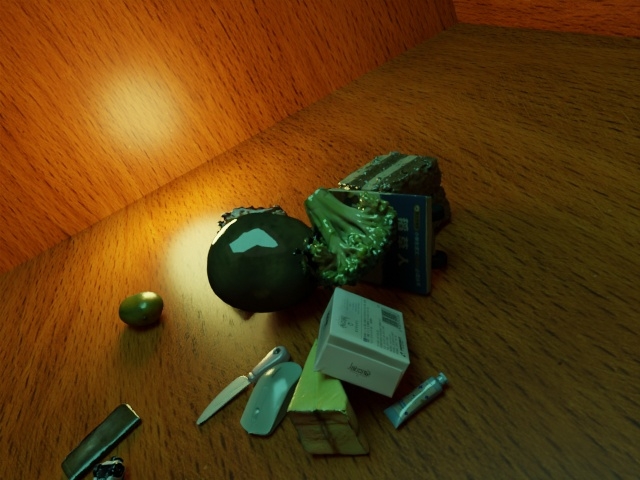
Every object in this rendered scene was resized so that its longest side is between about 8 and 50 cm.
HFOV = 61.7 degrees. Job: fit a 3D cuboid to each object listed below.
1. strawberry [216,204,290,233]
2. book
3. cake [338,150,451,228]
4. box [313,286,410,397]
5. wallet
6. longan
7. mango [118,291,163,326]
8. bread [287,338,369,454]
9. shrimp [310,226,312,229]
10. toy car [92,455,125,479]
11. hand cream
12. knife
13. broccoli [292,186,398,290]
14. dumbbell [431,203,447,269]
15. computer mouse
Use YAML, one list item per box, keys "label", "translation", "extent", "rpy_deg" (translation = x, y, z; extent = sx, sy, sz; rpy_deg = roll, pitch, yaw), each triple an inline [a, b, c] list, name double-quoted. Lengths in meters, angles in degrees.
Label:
- label: "strawberry"
  translation: [-0.288, -0.039, 2.263]
  extent: [0.280, 0.150, 0.253]
  rpy_deg: [-39, 52, -23]
- label: "book"
  translation: [0.173, -0.010, 1.717]
  extent: [0.039, 0.299, 0.428]
  rpy_deg: [-13, 16, -42]
- label: "cake"
  translation: [0.254, -0.136, 1.859]
  extent: [0.256, 0.281, 0.290]
  rpy_deg: [-33, 26, -23]
- label: "box"
  translation: [0.104, 0.252, 1.370]
  extent: [0.203, 0.116, 0.274]
  rpy_deg: [21, 18, -3]
- label: "wallet"
  translation: [-0.682, 0.621, 1.664]
  extent: [0.255, 0.031, 0.137]
  rpy_deg: [-42, 33, -25]
- label: "longan"
  translation: [-0.185, 0.076, 1.805]
  extent: [0.405, 0.335, 0.404]
  rpy_deg: [-4, 30, 2]
- label: "mango"
  translation: [-0.732, 0.272, 2.155]
  extent: [0.251, 0.114, 0.156]
  rpy_deg: [1, 48, 38]
- label: "bread"
  translation: [0.046, 0.377, 1.332]
  extent: [0.163, 0.167, 0.264]
  rpy_deg: [-9, 33, 25]
- label: "shrimp"
  translation: [0.000, 0.000, 2.053]
  extent: [0.290, 0.054, 0.222]
  rpy_deg: [-43, 32, -19]
- label: "toy car"
  translation: [-0.591, 0.676, 1.467]
  extent: [0.080, 0.070, 0.170]
  rpy_deg: [-14, 34, 22]
- label: "hand cream"
  translation: [0.235, 0.383, 1.297]
  extent: [0.171, 0.043, 0.065]
  rpy_deg: [-36, 30, -6]
- label: "knife"
  translation: [-0.238, 0.427, 1.605]
  extent: [0.336, 0.043, 0.081]
  rpy_deg: [-35, 25, -9]
- label: "broccoli"
  translation: [0.057, -0.020, 1.556]
  extent: [0.348, 0.280, 0.293]
  rpy_deg: [-39, 2, 42]
- label: "dumbbell"
  translation: [0.337, -0.012, 1.654]
  extent: [0.100, 0.190, 0.100]
  rpy_deg: [-8, 17, 2]
- label: "computer mouse"
  translation: [-0.136, 0.431, 1.486]
  extent: [0.128, 0.079, 0.230]
  rpy_deg: [1, 43, 42]
